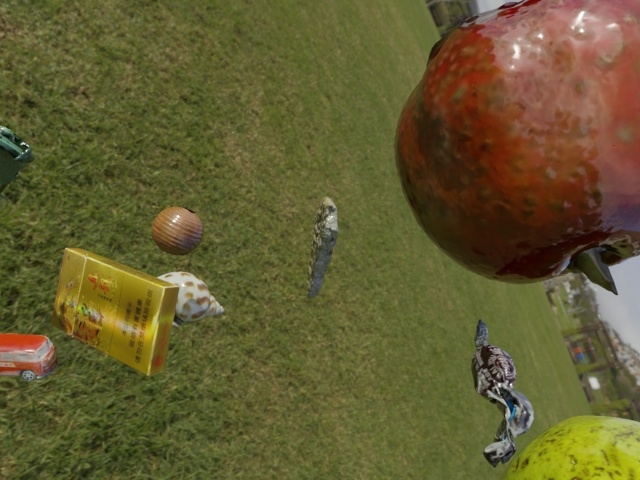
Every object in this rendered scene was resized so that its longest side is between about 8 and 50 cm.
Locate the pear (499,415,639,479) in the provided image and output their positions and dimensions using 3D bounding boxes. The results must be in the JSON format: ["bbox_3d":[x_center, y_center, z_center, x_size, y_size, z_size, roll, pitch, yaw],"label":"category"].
[{"bbox_3d":[0.440,0.449,0.657,0.391,0.391,0.391,44,34,-41],"label":"pear"}]

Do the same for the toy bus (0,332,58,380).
[{"bbox_3d":[-0.647,0.238,0.927,0.079,0.174,0.077,-104,-161,-66],"label":"toy bus"}]

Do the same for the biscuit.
[{"bbox_3d":[0.002,0.000,1.014,0.290,0.038,0.141,104,-14,-47],"label":"biscuit"}]

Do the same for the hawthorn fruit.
[{"bbox_3d":[0.312,-0.115,0.603,0.403,0.402,0.403,44,34,-41],"label":"hawthorn fruit"}]

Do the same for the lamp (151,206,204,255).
[{"bbox_3d":[-0.377,-0.026,1.182,0.136,0.136,0.136,44,34,-41],"label":"lamp"}]

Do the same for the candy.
[{"bbox_3d":[0.221,0.185,0.578,0.226,0.051,0.094,-60,164,-65],"label":"candy"}]

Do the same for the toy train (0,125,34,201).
[{"bbox_3d":[-0.355,-0.099,0.369,0.154,0.115,0.269,30,-5,-10],"label":"toy train"}]

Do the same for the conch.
[{"bbox_3d":[-0.455,0.196,1.484,0.275,0.183,0.149,36,31,-10],"label":"conch"}]

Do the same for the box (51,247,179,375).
[{"bbox_3d":[-0.209,0.066,0.444,0.022,0.156,0.089,8,97,-63],"label":"box"}]
